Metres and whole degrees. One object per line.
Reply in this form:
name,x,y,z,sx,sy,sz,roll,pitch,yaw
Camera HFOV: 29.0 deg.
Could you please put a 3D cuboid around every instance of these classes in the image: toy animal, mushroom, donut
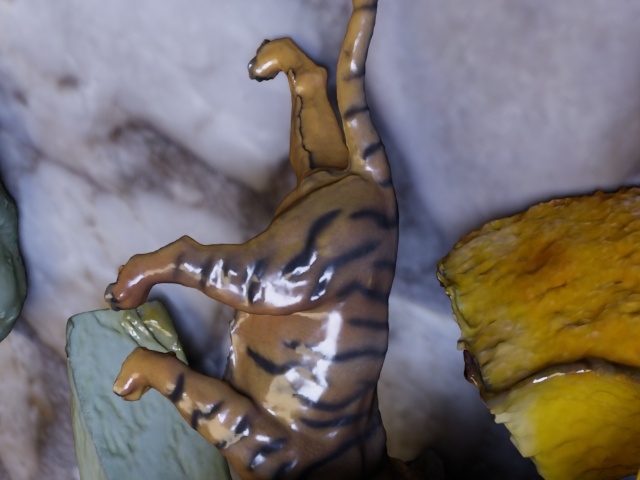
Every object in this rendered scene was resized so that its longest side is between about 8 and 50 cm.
toy animal,-0.003,0.002,0.488,0.116,0.114,0.255,13,104,21
mushroom,-0.062,0.191,0.597,0.107,0.087,0.333,-23,78,65
donut,0.136,0.065,0.387,0.152,0.259,0.101,-26,117,11

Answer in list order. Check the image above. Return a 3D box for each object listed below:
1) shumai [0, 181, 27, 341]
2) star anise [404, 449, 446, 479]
shumai,-0.350,-0.016,0.654,0.309,0.263,0.304,-2,116,38
star anise,0.035,0.197,0.618,0.197,0.073,0.212,46,136,9
